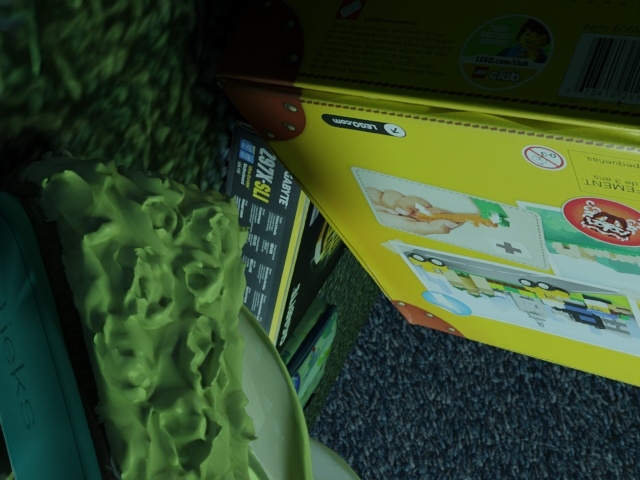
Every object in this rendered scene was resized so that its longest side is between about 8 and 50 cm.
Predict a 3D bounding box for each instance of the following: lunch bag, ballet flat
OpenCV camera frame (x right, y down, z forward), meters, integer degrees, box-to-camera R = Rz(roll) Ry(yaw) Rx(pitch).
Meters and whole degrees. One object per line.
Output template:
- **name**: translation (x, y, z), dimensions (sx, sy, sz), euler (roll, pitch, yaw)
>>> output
- **lunch bag**: translation (-0.057, 0.181, 1.210), dimensions (0.176, 0.090, 0.219), euler (-51, 165, -40)
- **ballet flat**: translation (-0.046, 0.155, 0.372), dimensions (0.147, 0.147, 0.409), euler (63, 16, -79)

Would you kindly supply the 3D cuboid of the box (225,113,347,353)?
- **box**: translation (0.000, -0.063, 0.847), dimensions (0.257, 0.079, 0.322), euler (-58, 170, -37)

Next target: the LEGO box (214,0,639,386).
- **LEGO box**: translation (0.247, -0.040, 0.566), dimensions (0.193, 0.500, 0.372), euler (-65, 147, -18)

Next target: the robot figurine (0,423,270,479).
- **robot figurine**: translation (-0.131, 0.183, 0.535), dimensions (0.278, 0.173, 0.209), euler (-56, -179, -35)

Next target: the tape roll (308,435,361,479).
- **tape roll**: translation (-0.070, 0.340, 0.961), dimensions (0.286, 0.286, 0.100), euler (-60, 172, -14)
